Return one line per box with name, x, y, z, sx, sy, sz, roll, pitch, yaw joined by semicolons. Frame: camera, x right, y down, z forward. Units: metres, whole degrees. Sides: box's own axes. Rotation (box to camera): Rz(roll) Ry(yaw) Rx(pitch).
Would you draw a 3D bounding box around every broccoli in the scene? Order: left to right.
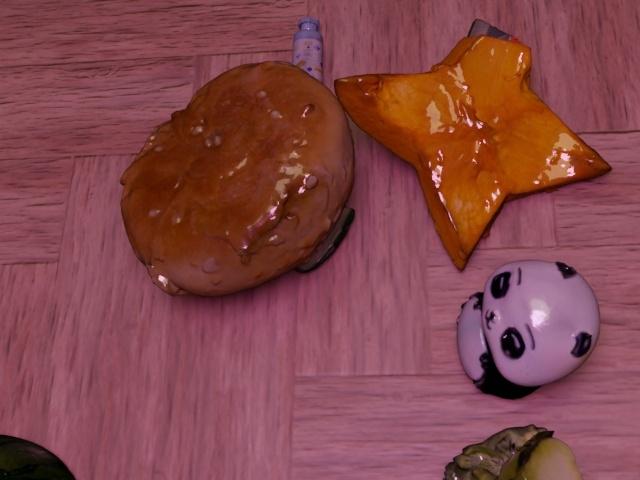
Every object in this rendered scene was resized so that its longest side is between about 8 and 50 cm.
broccoli;0.209;0.291;0.898;0.247;0.246;0.288;1;50;-19

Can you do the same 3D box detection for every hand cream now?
hand cream;-0.020;-0.240;1.305;0.065;0.043;0.171;-1;67;7

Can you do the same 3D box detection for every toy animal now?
toy animal;0.234;0.089;1.047;0.138;0.179;0.166;-4;71;-10

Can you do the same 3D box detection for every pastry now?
pastry;-0.092;-0.062;1.146;0.316;0.184;0.284;-47;54;-3

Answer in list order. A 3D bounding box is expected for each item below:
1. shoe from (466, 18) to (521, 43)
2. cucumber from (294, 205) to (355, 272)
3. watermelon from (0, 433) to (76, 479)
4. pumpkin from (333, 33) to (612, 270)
shoe;0.220;-0.215;1.247;0.077;0.074;0.194;17;66;10
cucumber;0.000;0.000;1.192;0.067;0.035;0.107;19;69;37
watermelon;-0.419;0.361;1.002;0.330;0.189;0.331;-3;70;8
pumpkin;0.192;-0.141;1.156;0.258;0.095;0.290;-35;96;-11
